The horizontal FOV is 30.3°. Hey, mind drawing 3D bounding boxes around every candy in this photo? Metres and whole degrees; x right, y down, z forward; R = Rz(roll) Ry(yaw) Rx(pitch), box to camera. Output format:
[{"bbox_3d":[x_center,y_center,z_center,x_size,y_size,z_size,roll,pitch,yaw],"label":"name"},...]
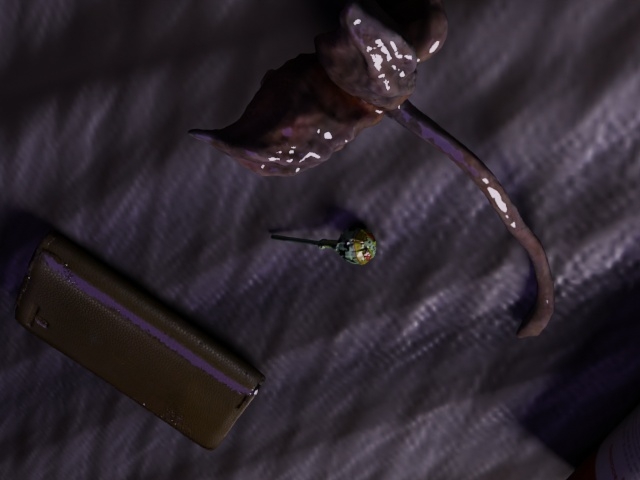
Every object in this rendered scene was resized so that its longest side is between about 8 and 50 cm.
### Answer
[{"bbox_3d":[0.000,0.000,0.780,0.083,0.025,0.023,9,89,33],"label":"candy"}]

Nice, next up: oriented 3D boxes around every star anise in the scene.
[{"bbox_3d":[0.060,-0.018,0.651,0.227,0.148,0.218,49,177,-1],"label":"star anise"}]

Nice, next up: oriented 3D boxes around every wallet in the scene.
[{"bbox_3d":[-0.144,0.081,0.921,0.198,0.031,0.110,34,137,0],"label":"wallet"}]

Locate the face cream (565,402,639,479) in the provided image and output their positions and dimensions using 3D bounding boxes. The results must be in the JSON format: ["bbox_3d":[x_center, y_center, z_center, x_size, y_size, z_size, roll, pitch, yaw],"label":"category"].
[{"bbox_3d":[0.222,0.143,0.723,0.096,0.096,0.214,30,136,3],"label":"face cream"}]
